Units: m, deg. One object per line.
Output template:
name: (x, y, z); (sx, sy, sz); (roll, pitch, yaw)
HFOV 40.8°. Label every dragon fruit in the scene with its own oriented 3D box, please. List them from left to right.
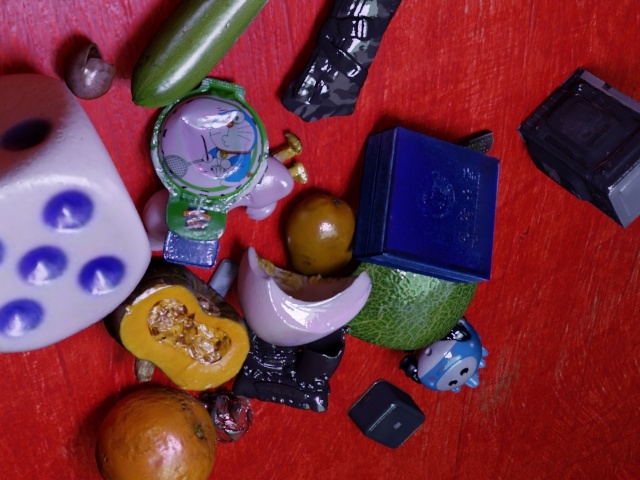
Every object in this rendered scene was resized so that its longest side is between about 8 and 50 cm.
dragon fruit: (-0.212, 0.387, 1.915); (0.142, 0.121, 0.130); (20, 105, -48)

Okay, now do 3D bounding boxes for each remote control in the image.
remote control: (-0.205, 0.091, 1.744); (0.053, 0.018, 0.124); (14, 115, -42)
remote control: (0.289, -0.190, 1.878); (0.212, 0.028, 0.059); (-20, 130, -24)

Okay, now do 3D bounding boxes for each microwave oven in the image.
microwave oven: (0.623, -0.213, 1.908); (0.237, 0.295, 0.181); (-44, 139, 2)

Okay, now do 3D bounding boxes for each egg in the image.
egg: (-0.052, 0.133, 1.707); (0.271, 0.161, 0.206); (18, 156, -13)

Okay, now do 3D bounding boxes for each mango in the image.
mango: (0.005, -0.003, 1.750); (0.152, 0.120, 0.221); (-20, 142, -7)

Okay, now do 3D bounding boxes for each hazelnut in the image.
hazelnut: (-0.350, -0.255, 1.298); (0.086, 0.086, 0.086); (-21, 134, -23)

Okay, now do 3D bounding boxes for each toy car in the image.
toy car: (0.321, 0.287, 2.140); (0.188, 0.190, 0.255); (-49, 179, 12)

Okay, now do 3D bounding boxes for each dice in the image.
dice: (-0.448, -0.039, 1.262); (0.304, 0.277, 0.304); (-30, 139, -15)

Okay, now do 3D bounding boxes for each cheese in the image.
cheese: (-0.193, -0.114, 1.461); (0.204, 0.083, 0.320); (11, 90, -16)

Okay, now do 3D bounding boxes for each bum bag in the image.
bum bag: (0.053, -0.354, 1.512); (0.144, 0.095, 0.340); (15, 113, -27)

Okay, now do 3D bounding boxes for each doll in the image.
doll: (-0.180, -0.068, 1.574); (0.365, 0.094, 0.160); (-28, 139, -16)

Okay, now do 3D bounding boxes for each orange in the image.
orange: (-0.335, 0.421, 1.759); (0.246, 0.246, 0.246); (-21, 134, -23)

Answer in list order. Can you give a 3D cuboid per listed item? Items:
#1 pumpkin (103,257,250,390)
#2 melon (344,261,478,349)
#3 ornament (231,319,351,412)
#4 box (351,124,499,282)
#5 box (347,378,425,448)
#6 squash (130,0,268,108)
pumpkin: (-0.290, 0.174, 1.649); (0.222, 0.139, 0.317); (-44, 136, 3)
melon: (0.206, 0.059, 1.912); (0.331, 0.226, 0.343); (18, 125, -17)
ornament: (-0.063, 0.221, 1.859); (0.251, 0.106, 0.260); (9, 110, 3)
box: (0.221, -0.066, 1.734); (0.279, 0.116, 0.261); (13, 76, -31)
box: (0.181, 0.471, 2.304); (0.144, 0.090, 0.201); (-45, 139, 5)
squash: (-0.156, -0.360, 1.334); (0.395, 0.107, 0.107); (-50, 138, 5)
